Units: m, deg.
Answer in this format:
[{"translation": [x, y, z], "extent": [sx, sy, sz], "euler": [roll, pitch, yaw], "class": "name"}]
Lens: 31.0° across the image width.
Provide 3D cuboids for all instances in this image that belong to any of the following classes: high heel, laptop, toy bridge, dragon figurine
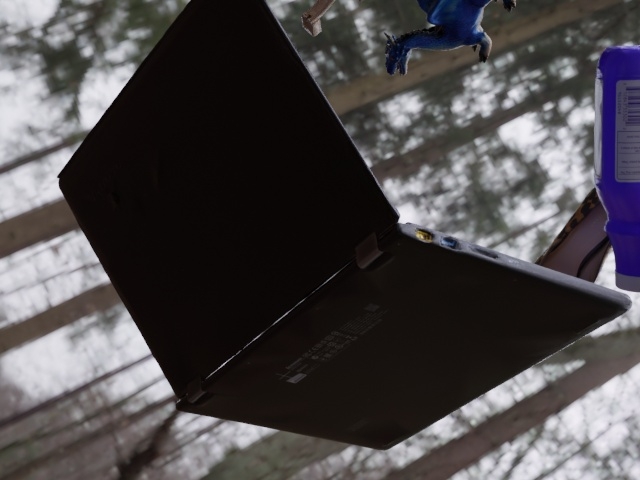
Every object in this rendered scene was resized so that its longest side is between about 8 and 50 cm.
[{"translation": [0.343, 0.035, 1.571], "extent": [0.093, 0.261, 0.186], "euler": [30, -19, 8], "class": "high heel"}, {"translation": [0.000, 0.000, 1.101], "extent": [0.382, 0.408, 0.236], "euler": [-40, -138, 45], "class": "laptop"}, {"translation": [0.053, -0.356, 1.584], "extent": [0.026, 0.188, 0.063], "euler": [48, -12, 21], "class": "toy bridge"}, {"translation": [0.189, -0.342, 1.623], "extent": [0.085, 0.144, 0.289], "euler": [-103, -147, -53], "class": "dragon figurine"}]

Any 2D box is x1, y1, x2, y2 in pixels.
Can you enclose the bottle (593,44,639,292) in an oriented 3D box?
[{"translation": [0.376, -0.083, 1.329], "extent": [0.092, 0.118, 0.283], "euler": [-110, -163, -77], "class": "bottle"}]
